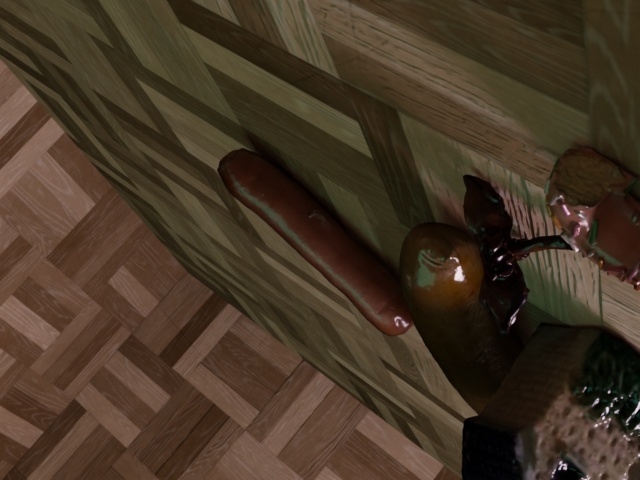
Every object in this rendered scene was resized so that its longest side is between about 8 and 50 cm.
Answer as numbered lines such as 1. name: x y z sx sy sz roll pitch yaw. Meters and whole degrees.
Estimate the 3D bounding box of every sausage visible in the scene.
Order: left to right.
1. sausage: 0.000 0.000 1.571 0.419 0.094 0.094 43 -154 -7
2. sausage: 0.206 0.124 1.316 0.136 0.123 0.501 35 166 41

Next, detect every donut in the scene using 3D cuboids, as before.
1. donut: 0.266 -0.005 0.821 0.166 0.065 0.117 37 167 25

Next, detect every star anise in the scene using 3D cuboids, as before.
1. star anise: 0.227 0.002 1.016 0.140 0.144 0.158 -84 -29 -47

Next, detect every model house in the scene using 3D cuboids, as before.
1. model house: 0.338 0.303 1.210 0.298 0.284 0.243 42 173 -8
